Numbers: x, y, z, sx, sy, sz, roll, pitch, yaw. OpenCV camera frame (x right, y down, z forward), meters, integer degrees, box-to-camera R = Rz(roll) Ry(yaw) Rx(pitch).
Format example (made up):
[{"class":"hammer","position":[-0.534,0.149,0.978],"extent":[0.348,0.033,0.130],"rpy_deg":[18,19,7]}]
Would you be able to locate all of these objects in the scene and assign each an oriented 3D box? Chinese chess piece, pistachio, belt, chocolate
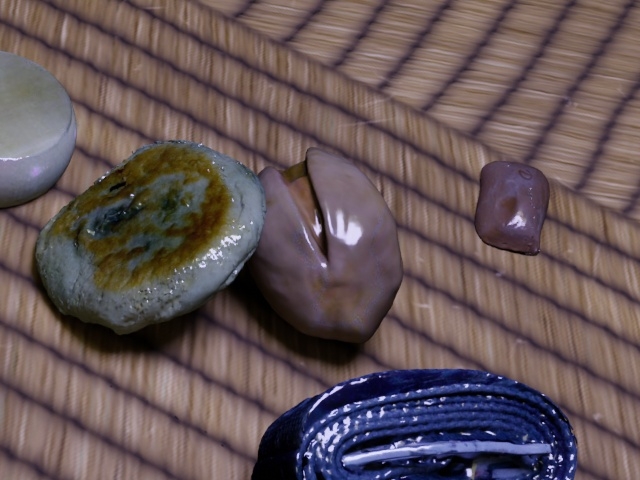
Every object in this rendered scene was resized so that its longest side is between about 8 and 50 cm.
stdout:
[{"class":"Chinese chess piece","position":[-0.268,-0.090,1.439],"extent":[0.144,0.058,0.144],"rpy_deg":[9,45,-9]},{"class":"pistachio","position":[0.000,0.000,1.399],"extent":[0.124,0.124,0.185],"rpy_deg":[3,38,-16]},{"class":"belt","position":[0.059,0.157,1.256],"extent":[0.218,0.128,0.122],"rpy_deg":[-1,76,-21]},{"class":"chocolate","position":[0.167,-0.034,1.547],"extent":[0.064,0.031,0.101],"rpy_deg":[14,44,3]}]

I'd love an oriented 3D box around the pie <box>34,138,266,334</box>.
[{"class":"pie","position":[-0.131,-0.008,1.363],"extent":[0.186,0.041,0.187],"rpy_deg":[-13,45,13]}]
